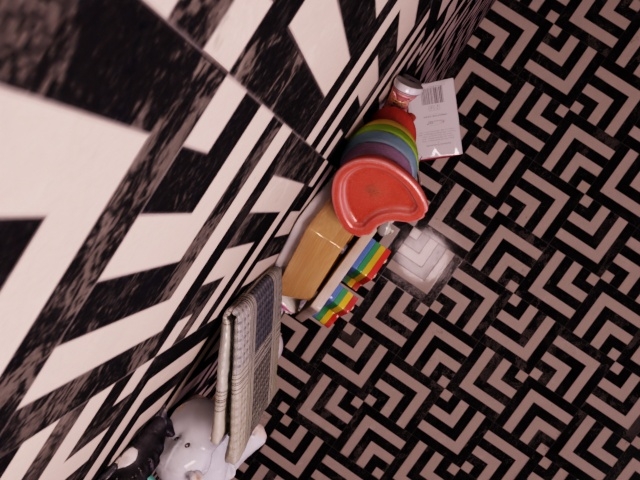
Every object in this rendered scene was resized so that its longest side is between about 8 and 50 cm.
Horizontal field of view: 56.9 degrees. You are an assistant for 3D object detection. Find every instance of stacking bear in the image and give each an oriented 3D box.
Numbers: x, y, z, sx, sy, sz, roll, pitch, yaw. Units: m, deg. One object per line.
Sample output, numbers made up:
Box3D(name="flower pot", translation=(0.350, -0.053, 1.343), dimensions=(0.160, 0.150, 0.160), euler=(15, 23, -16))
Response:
Box3D(name="stacking bear", translation=(0.128, -0.170, 1.195), dimensions=(0.176, 0.164, 0.289), euler=(-16, -148, 28))

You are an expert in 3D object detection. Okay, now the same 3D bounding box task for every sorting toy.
Box3D(name="sorting toy", translation=(0.062, 0.106, 1.509), dimensions=(0.257, 0.089, 0.255), euler=(-53, -179, -18))

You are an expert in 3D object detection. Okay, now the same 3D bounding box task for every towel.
Box3D(name="towel", translation=(-0.144, 0.239, 1.204), dimensions=(0.312, 0.056, 0.324), euler=(-51, 146, -73))

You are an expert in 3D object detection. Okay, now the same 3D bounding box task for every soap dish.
Box3D(name="soap dish", translation=(0.009, -0.009, 1.340), dimensions=(0.229, 0.118, 0.290), euler=(-53, 175, -37))

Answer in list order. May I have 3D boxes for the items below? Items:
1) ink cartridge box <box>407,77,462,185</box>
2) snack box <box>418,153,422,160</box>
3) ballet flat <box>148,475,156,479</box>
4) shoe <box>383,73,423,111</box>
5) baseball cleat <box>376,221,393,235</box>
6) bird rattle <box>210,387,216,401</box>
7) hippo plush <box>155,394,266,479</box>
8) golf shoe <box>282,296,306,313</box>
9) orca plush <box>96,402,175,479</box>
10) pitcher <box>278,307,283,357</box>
Box3D(name="ink cartridge box", translation=(0.326, -0.302, 1.704), dimensions=(0.309, 0.130, 0.271), euler=(-42, 124, -79))
Box3D(name="snack box", translation=(0.190, -0.229, 1.560), dimensions=(0.037, 0.141, 0.100), euler=(-55, 177, -16))
Box3D(name="ballet flat", translation=(-0.408, 0.564, 1.208), dimensions=(0.247, 0.087, 0.083), euler=(-57, 177, 18))
Box3D(name="shoe", translation=(0.177, -0.309, 1.277), dimensions=(0.081, 0.064, 0.178), euler=(-63, 179, 23))
Box3D(name="baseball cleat", translation=(0.128, -0.084, 1.402), dimensions=(0.206, 0.110, 0.072), euler=(-74, -176, -56))
Box3D(name="bird rattle", translation=(-0.310, 0.495, 2.068), dimensions=(0.207, 0.143, 0.253), euler=(-41, -176, -26))
Box3D(name="hippo plush", translation=(-0.284, 0.437, 1.253), dimensions=(0.294, 0.234, 0.236), euler=(-60, 152, -17))
Box3D(name="golf shoe", translation=(-0.063, 0.121, 1.667), dimensions=(0.140, 0.115, 0.306), euler=(-59, 178, 4))
Box3D(name="orca plush", translation=(-0.316, 0.422, 1.010), dimensions=(0.151, 0.102, 0.287), euler=(-57, 177, 24))
Box3D(name="pitcher", translation=(-0.150, 0.253, 1.556), dimensions=(0.177, 0.125, 0.207), euler=(-47, 166, -8))
